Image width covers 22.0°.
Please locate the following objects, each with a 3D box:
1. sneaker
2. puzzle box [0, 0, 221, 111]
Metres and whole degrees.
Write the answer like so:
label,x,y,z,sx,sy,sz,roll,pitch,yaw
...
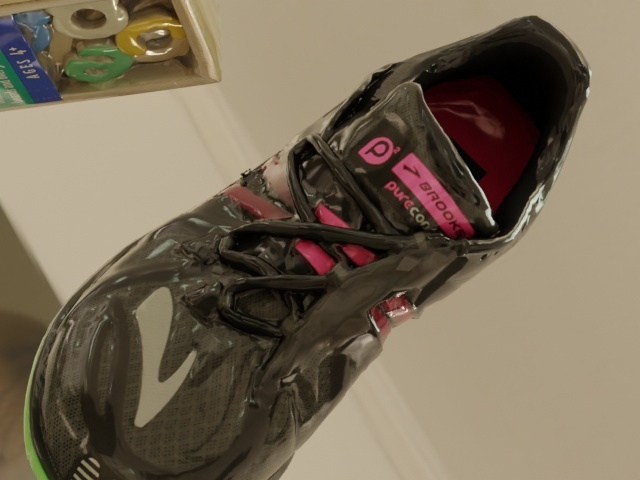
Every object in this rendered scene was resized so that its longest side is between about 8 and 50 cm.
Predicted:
label,x,y,z,sx,sy,sz,roll,pitch,yaw
sneaker,0.000,0.000,1.023,0.185,0.483,0.202,42,-33,4
puzzle box,-0.214,-0.172,0.709,0.409,0.272,0.052,69,16,-64
